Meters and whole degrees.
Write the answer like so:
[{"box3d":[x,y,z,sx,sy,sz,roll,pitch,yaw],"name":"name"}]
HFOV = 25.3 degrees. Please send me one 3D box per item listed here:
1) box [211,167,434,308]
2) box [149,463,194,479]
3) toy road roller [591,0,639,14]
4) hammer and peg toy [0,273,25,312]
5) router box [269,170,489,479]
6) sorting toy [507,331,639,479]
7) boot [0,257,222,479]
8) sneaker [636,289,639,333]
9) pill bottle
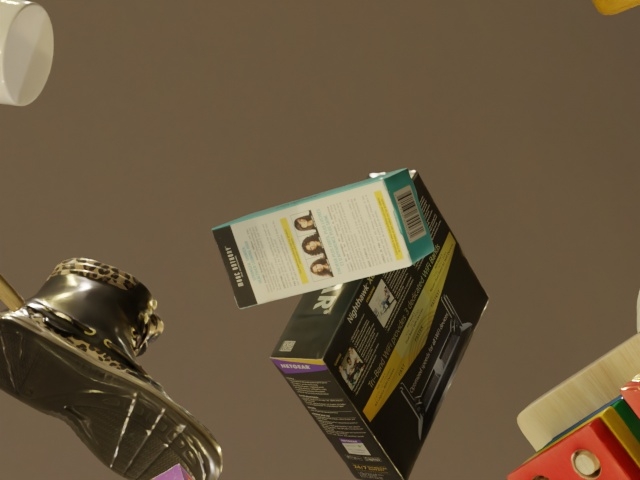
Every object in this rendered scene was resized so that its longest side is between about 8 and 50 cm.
[{"box3d":[0.000,0.000,1.597,0.060,0.244,0.100,-26,-80,-55],"name":"box"},{"box3d":[-0.144,0.342,1.297,0.293,0.201,0.057,58,-176,-43],"name":"box"},{"box3d":[0.297,-0.381,1.433,0.240,0.202,0.329,57,-150,-24],"name":"toy road roller"},{"box3d":[-0.538,0.090,1.748,0.266,0.361,0.127,37,165,-8],"name":"hammer and peg toy"},{"box3d":[0.083,0.106,1.770,0.243,0.081,0.309,58,-134,-35],"name":"router box"},{"box3d":[0.268,0.176,0.918,0.089,0.255,0.257,-29,-100,-45],"name":"sorting toy"},{"box3d":[-0.278,0.179,2.011,0.377,0.138,0.284,30,-157,-2],"name":"boot"},{"box3d":[0.383,0.154,1.640,0.103,0.111,0.252,-18,-69,-35],"name":"sneaker"},{"box3d":[-0.371,-0.194,1.368,0.119,0.208,0.119,12,-90,-74],"name":"pill bottle"}]
